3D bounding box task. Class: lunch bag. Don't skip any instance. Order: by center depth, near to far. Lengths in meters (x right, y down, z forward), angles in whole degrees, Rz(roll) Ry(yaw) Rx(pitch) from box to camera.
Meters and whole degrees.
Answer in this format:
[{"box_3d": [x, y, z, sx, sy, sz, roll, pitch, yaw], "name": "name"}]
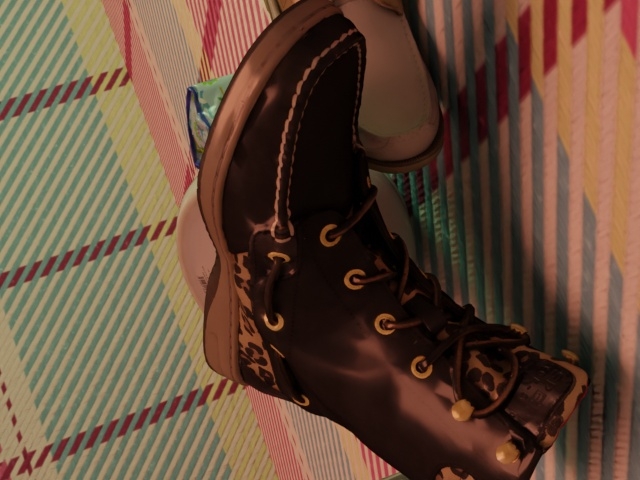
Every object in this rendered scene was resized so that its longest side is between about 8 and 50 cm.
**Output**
[{"box_3d": [-0.097, -0.142, 1.175, 0.151, 0.128, 0.096, 119, 130, -70], "name": "lunch bag"}]

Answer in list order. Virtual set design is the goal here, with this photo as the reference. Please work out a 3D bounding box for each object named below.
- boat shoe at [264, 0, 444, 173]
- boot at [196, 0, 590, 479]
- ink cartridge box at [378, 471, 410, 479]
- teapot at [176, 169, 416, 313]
[{"box_3d": [0.010, -0.190, 0.764, 0.103, 0.113, 0.302, 88, 158, -59], "name": "boat shoe"}, {"box_3d": [0.055, 0.040, 0.667, 0.284, 0.138, 0.377, 32, 138, 18], "name": "boot"}, {"box_3d": [0.163, 0.434, 1.092, 0.275, 0.060, 0.239, -138, 33, -61], "name": "ink cartridge box"}, {"box_3d": [0.000, 0.000, 0.919, 0.252, 0.187, 0.256, 35, 134, 14], "name": "teapot"}]
